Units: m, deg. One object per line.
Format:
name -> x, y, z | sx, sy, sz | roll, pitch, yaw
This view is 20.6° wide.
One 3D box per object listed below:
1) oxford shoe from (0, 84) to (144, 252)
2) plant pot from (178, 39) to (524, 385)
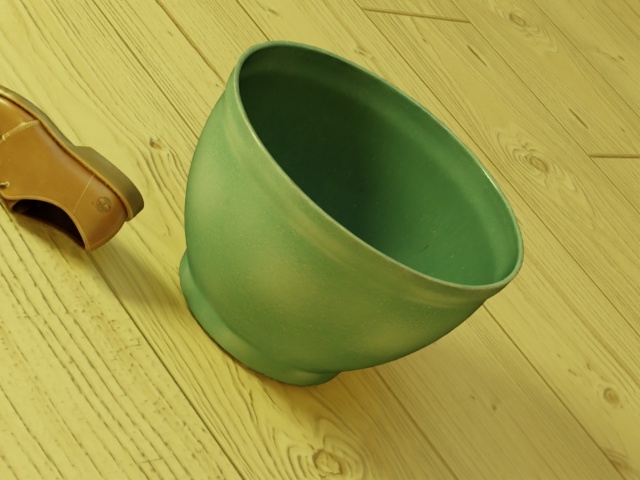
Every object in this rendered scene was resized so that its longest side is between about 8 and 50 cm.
oxford shoe -> -0.251, -0.067, 1.451 | 0.212, 0.076, 0.076 | 35, 66, 14
plant pot -> 0.000, 0.000, 1.505 | 0.293, 0.196, 0.293 | 28, 29, -18
